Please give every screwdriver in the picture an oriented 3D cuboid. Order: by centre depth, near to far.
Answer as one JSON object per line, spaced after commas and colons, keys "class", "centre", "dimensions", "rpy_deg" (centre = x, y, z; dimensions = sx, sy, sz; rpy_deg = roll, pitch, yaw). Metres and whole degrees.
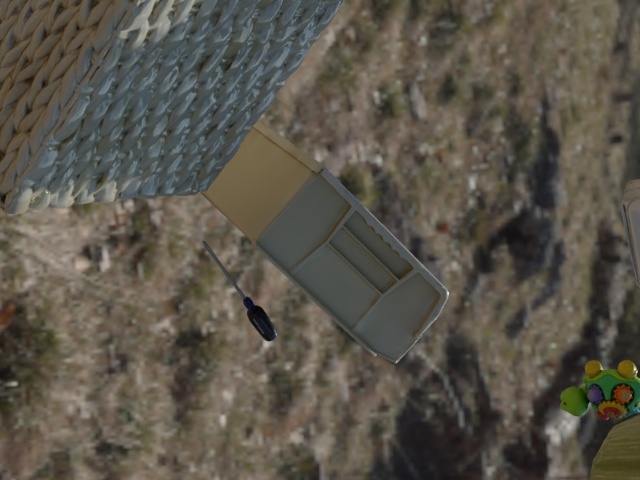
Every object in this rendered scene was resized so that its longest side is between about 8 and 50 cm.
{"class": "screwdriver", "centre": [-0.098, 0.062, 1.594], "dimensions": [0.024, 0.025, 0.170], "rpy_deg": [-47, 128, -23]}

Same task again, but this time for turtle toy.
{"class": "turtle toy", "centre": [0.407, 0.221, 1.853], "dimensions": [0.095, 0.130, 0.066], "rpy_deg": [55, 43, -40]}

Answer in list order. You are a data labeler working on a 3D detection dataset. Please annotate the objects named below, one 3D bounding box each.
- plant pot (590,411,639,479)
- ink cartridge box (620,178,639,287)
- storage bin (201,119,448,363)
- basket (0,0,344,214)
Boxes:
{"class": "plant pot", "centre": [0.440, 0.276, 1.451], "dimensions": [0.276, 0.254, 0.276], "rpy_deg": [3, 81, -17]}
{"class": "ink cartridge box", "centre": [0.425, -0.023, 1.422], "dimensions": [0.237, 0.172, 0.100], "rpy_deg": [-28, 107, -74]}
{"class": "storage bin", "centre": [0.000, 0.000, 1.612], "dimensions": [0.123, 0.262, 0.260], "rpy_deg": [-47, 118, -2]}
{"class": "basket", "centre": [-0.210, -0.226, 1.292], "dimensions": [0.328, 0.331, 0.266], "rpy_deg": [-11, 57, -53]}
